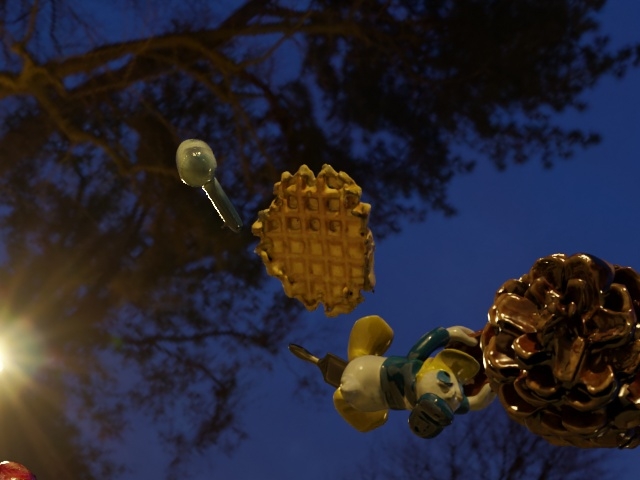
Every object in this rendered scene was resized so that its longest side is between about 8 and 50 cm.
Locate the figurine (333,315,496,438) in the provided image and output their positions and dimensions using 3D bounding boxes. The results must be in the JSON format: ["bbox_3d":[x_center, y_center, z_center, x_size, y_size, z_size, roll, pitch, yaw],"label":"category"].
[{"bbox_3d":[0.174,0.240,1.653,0.338,0.283,0.204,-134,-144,-80],"label":"figurine"}]

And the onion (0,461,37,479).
[{"bbox_3d":[-0.552,0.438,1.735,0.140,0.150,0.150,23,-22,-32],"label":"onion"}]

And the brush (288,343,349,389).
[{"bbox_3d":[0.005,0.237,1.973,0.193,0.016,0.063,24,-69,43],"label":"brush"}]

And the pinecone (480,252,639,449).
[{"bbox_3d":[0.306,0.131,1.204,0.243,0.243,0.257,39,0,7],"label":"pinecone"}]

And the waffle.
[{"bbox_3d":[-0.002,0.001,1.960,0.280,0.060,0.262,46,-62,8],"label":"waffle"}]

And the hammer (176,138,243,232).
[{"bbox_3d":[-0.194,-0.090,1.889,0.194,0.069,0.116,60,0,-24],"label":"hammer"}]
